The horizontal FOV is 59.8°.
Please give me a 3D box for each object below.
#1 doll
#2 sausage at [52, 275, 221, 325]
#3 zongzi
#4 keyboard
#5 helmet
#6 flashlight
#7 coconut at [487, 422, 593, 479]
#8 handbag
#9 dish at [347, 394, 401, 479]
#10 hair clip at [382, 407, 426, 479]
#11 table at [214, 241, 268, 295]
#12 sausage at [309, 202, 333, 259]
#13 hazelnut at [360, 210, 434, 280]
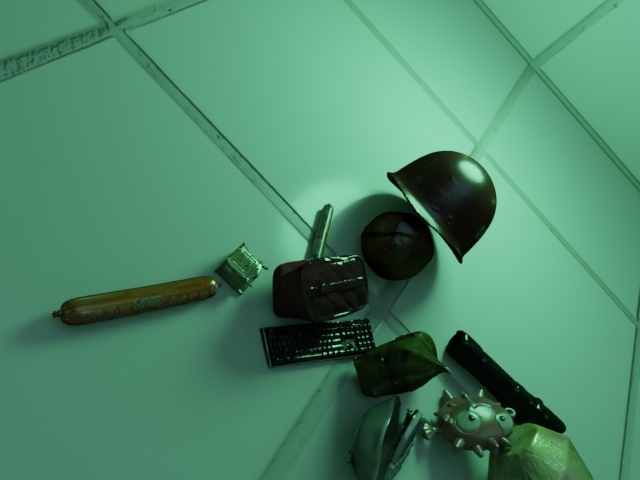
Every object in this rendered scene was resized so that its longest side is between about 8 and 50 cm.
[{"bbox_3d":[0.373,0.458,1.400,0.261,0.093,0.211,-2,29,-8],"label":"doll"},{"bbox_3d":[-0.348,0.117,1.108,0.347,0.053,0.053,-8,70,-41],"label":"sausage"},{"bbox_3d":[0.252,0.274,1.310,0.260,0.289,0.123,-13,81,-43],"label":"zongzi"},{"bbox_3d":[0.004,0.236,1.328,0.316,0.027,0.106,1,65,-37],"label":"keyboard"},{"bbox_3d":[0.374,-0.132,1.586,0.338,0.230,0.385,53,8,17],"label":"helmet"},{"bbox_3d":[0.517,0.415,1.573,0.424,0.103,0.103,44,46,-6],"label":"flashlight"},{"bbox_3d":[0.537,0.595,1.366,0.259,0.259,0.259,19,54,-28],"label":"coconut"},{"bbox_3d":[0.003,0.111,1.308,0.225,0.135,0.147,-4,90,-41],"label":"handbag"},{"bbox_3d":[0.111,0.440,1.211,0.081,0.230,0.229,12,45,18],"label":"dish"},{"bbox_3d":[0.192,0.442,1.262,0.054,0.140,0.220,25,8,19],"label":"hair clip"},{"bbox_3d":[-0.178,0.065,1.265,0.083,0.062,0.079,46,46,-6],"label":"table"},{"bbox_3d":[0.000,0.000,1.463,0.032,0.033,0.269,30,50,-20],"label":"sausage"},{"bbox_3d":[0.199,0.006,1.527,0.208,0.208,0.208,19,54,-28],"label":"hazelnut"}]
